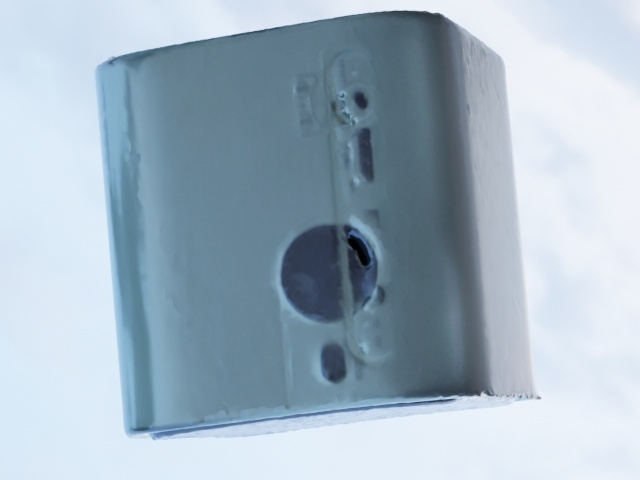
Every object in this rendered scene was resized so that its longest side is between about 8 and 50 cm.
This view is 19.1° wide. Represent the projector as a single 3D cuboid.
[{"bbox_3d":[0.000,0.000,1.280,0.248,0.248,0.249,15,-112,-70],"label":"projector"}]
